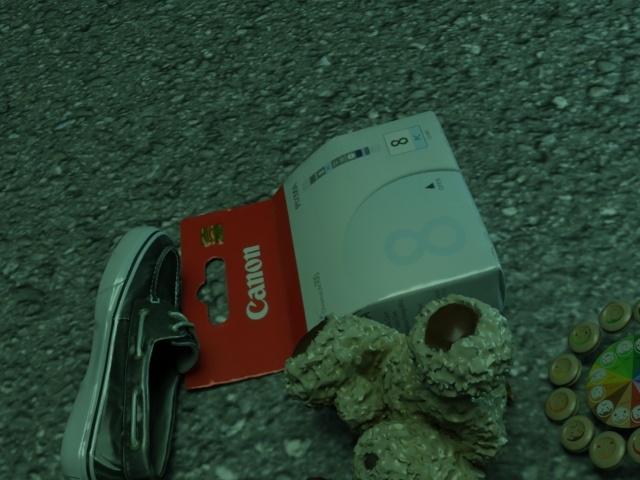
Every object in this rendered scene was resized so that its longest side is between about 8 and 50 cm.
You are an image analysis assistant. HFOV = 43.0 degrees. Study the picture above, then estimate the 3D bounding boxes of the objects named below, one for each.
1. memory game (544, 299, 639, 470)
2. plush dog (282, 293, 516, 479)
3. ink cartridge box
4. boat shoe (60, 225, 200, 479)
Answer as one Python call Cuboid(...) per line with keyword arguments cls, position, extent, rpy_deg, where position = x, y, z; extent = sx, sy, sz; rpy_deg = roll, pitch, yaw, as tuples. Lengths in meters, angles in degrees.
Cuboid(cls="memory game", position=(0.296, 0.132, 0.780), extent=(0.186, 0.012, 0.186), rpy_deg=(-35, 34, 28))
Cuboid(cls="plush dog", position=(0.093, 0.196, 0.762), extent=(0.262, 0.211, 0.225), rpy_deg=(-13, 52, 46))
Cuboid(cls="ink cartridge box", position=(0.000, 0.000, 1.015), extent=(0.385, 0.091, 0.308), rpy_deg=(-14, 44, 2))
Cuboid(cls="boat shoe", position=(-0.193, 0.130, 0.938), extent=(0.119, 0.121, 0.335), rpy_deg=(-4, 57, 13))
